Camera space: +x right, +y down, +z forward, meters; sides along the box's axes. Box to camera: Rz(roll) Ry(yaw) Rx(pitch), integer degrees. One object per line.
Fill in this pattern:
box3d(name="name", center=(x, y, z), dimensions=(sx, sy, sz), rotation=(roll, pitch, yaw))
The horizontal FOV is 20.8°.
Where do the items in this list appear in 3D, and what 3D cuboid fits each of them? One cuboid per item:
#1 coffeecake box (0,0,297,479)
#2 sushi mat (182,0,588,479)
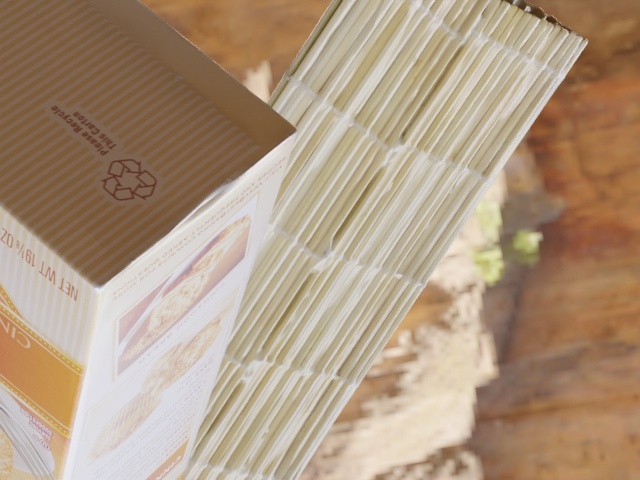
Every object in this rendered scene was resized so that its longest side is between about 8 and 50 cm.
box3d(name="coffeecake box", center=(-0.096, 0.002, 0.455), dimensions=(0.068, 0.142, 0.185), rotation=(-41, 163, -34))
box3d(name="sushi mat", center=(0.000, 0.000, 0.879), dimensions=(0.151, 0.316, 0.019), rotation=(26, -169, -41))
